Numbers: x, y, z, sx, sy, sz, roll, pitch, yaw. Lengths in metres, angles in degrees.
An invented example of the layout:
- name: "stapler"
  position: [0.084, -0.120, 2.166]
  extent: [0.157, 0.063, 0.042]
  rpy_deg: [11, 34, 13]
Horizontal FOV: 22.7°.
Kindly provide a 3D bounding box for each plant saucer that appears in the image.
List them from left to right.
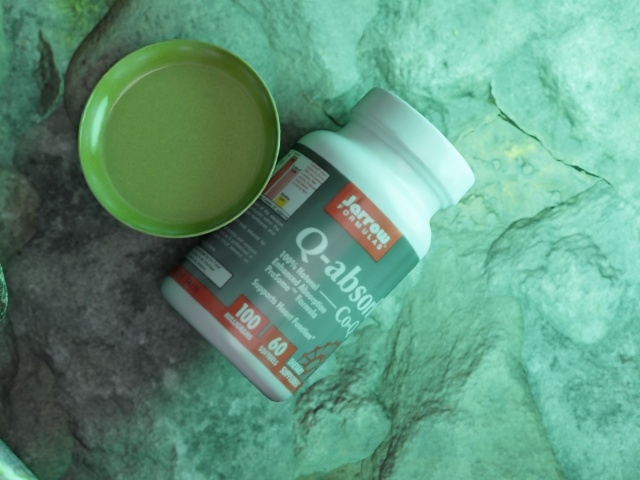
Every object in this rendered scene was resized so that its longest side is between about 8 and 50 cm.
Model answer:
- name: "plant saucer"
  position: [-0.165, -0.118, 1.888]
  extent: [0.241, 0.037, 0.241]
  rpy_deg: [-1, 80, 5]

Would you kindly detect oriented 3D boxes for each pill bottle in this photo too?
- name: "pill bottle"
  position: [0.000, 0.000, 1.920]
  extent: [0.363, 0.210, 0.210]
  rpy_deg: [-46, 110, -5]

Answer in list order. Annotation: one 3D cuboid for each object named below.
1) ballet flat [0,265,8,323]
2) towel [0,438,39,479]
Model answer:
- name: "ballet flat"
  position: [-0.503, -0.094, 1.745]
  extent: [0.164, 0.182, 0.483]
  rpy_deg: [-26, 127, 24]
- name: "towel"
  position: [-0.538, 0.340, 1.876]
  extent: [0.374, 0.090, 0.320]
  rpy_deg: [-41, 113, -7]
